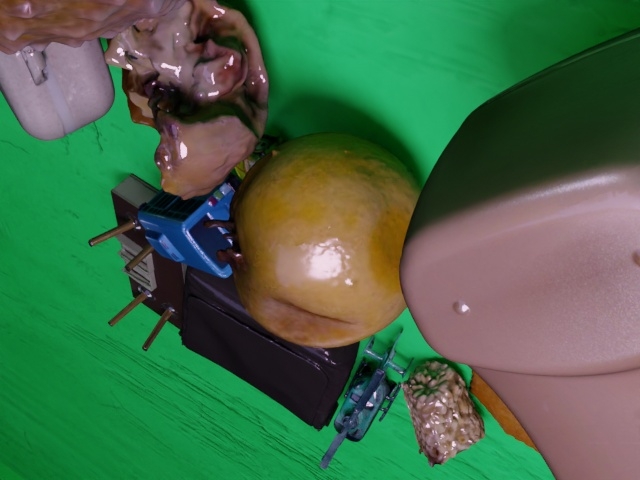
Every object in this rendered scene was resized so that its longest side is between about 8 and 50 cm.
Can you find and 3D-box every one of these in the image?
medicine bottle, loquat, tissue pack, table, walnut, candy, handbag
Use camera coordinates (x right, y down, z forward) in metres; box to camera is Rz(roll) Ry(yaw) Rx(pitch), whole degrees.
[{"bbox_3d":[-0.326,-0.296,0.966,0.282,0.123,0.375,46,159,49],"label":"medicine bottle"},{"bbox_3d":[0.002,0.001,0.909,0.213,0.213,0.213,30,146,23],"label":"loquat"},{"bbox_3d":[0.256,0.045,0.634,0.267,0.277,0.387,-21,112,49],"label":"tissue pack"},{"bbox_3d":[-0.241,0.046,1.344,0.121,0.111,0.240,31,146,22],"label":"table"},{"bbox_3d":[-0.131,-0.164,0.940,0.204,0.141,0.238,150,98,-78],"label":"walnut"},{"bbox_3d":[0.137,0.197,1.112,0.110,0.085,0.095,65,165,-12],"label":"candy"},{"bbox_3d":[-0.068,0.124,1.266,0.246,0.080,0.223,31,148,10],"label":"handbag"},{"bbox_3d":[-0.041,-0.042,1.083,0.062,0.058,0.194,-8,138,16],"label":"candy"}]

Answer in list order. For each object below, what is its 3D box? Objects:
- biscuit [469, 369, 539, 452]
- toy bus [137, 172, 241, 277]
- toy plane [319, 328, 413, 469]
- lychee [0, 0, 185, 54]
[{"bbox_3d":[0.260,0.174,1.013,0.237,0.013,0.232,29,146,26],"label":"biscuit"},{"bbox_3d":[-0.138,-0.023,1.127,0.090,0.106,0.184,51,163,-22],"label":"toy bus"},{"bbox_3d":[0.057,0.185,1.188,0.060,0.096,0.235,34,129,12],"label":"toy plane"},{"bbox_3d":[-0.209,-0.305,0.641,0.380,0.432,0.380,60,175,8],"label":"lychee"}]
